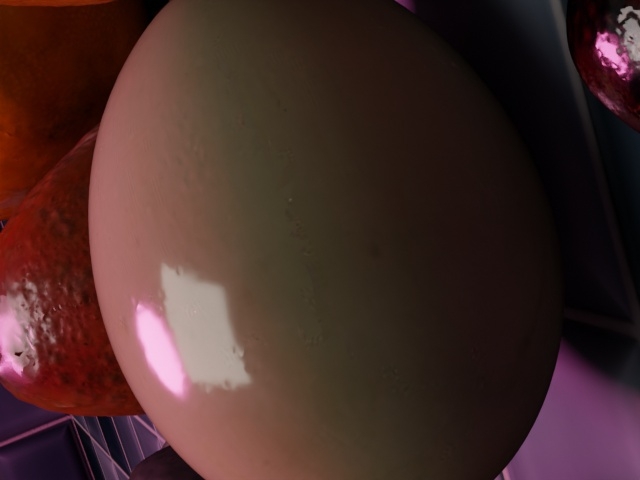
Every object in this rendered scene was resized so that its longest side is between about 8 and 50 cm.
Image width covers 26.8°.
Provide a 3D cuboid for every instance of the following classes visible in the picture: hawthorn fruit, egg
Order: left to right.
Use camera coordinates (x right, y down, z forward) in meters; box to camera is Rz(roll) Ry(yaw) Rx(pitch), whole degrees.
[{"bbox_3d":[-0.128,0.030,0.846,0.199,0.251,0.199,36,142,35],"label":"hawthorn fruit"},{"bbox_3d":[0.000,0.000,0.550,0.186,0.186,0.241,120,137,-67],"label":"egg"}]

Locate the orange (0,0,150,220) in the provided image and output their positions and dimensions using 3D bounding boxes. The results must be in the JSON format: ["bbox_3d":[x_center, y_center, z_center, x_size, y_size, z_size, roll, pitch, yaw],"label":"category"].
[{"bbox_3d":[-0.250,-0.140,0.992,0.261,0.261,0.261,54,157,37],"label":"orange"}]

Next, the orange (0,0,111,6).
[{"bbox_3d":[-0.124,-0.218,0.550,0.264,0.264,0.264,54,157,37],"label":"orange"}]

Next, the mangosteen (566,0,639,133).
[{"bbox_3d":[0.105,-0.062,0.356,0.081,0.081,0.081,54,157,37],"label":"mangosteen"}]

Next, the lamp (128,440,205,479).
[{"bbox_3d":[-0.088,0.212,1.121,0.314,0.182,0.182,-94,-5,-58],"label":"lamp"}]
